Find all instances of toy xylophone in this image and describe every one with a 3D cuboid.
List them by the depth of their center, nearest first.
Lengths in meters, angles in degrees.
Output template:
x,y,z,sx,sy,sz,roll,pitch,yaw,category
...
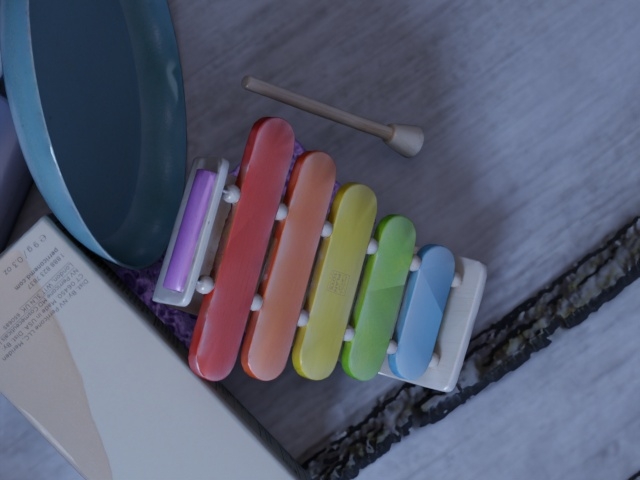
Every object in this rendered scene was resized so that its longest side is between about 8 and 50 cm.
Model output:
x,y,z,sx,sy,sz,roll,pitch,yaw,category
0.000,0.000,1.516,0.322,0.081,0.236,10,90,-41,toy xylophone

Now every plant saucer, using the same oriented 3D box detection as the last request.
x,y,z,sx,sy,sz,roll,pitch,yaw,category
-0.179,-0.132,1.495,0.043,0.317,0.318,-8,81,16,plant saucer

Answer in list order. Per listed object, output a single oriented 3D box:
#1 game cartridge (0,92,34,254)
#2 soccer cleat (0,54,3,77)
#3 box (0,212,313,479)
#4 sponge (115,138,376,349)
x,y,z,sx,sy,sz,roll,pitch,yaw,category
-0.388,-0.079,1.592,0.294,0.060,0.196,22,76,0,game cartridge
-0.296,-0.165,1.509,0.116,0.143,0.331,29,52,0,soccer cleat
-0.148,0.129,1.500,0.121,0.148,0.311,-43,93,-2,box
-0.068,0.012,1.608,0.210,0.031,0.117,-42,87,-9,sponge
